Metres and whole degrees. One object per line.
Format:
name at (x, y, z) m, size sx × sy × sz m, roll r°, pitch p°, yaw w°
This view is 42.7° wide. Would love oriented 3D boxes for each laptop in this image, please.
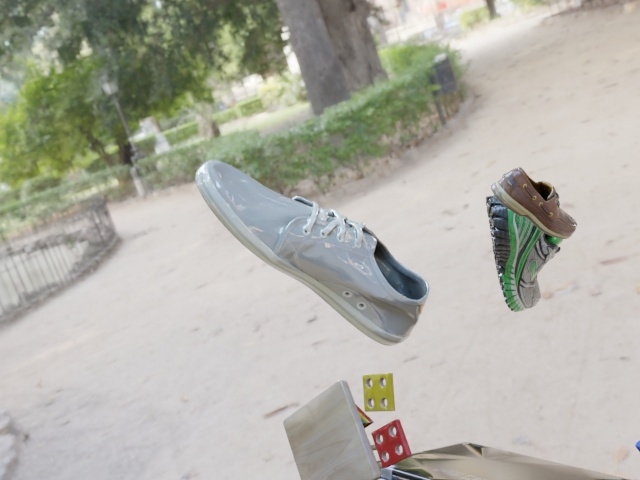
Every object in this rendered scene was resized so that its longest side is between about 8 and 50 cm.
laptop at (0.243, 0.482, 1.251) m, size 0.408 × 0.236 × 0.382 m, roll 2°, pitch 0°, yaw -42°

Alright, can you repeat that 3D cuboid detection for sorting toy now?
sorting toy at (0.029, 0.266, 1.075) m, size 0.046 × 0.132 × 0.274 m, roll 5°, pitch -37°, yaw -42°

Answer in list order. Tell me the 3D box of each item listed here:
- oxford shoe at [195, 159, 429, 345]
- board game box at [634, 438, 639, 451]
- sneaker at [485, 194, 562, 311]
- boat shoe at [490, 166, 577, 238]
oxford shoe at (0.000, 0.000, 1.320) m, size 0.130 × 0.449 × 0.169 m, roll -46°, pitch 16°, yaw 25°
board game box at (0.590, 0.313, 1.010) m, size 0.233 × 0.347 × 0.078 m, roll -39°, pitch 5°, yaw -7°
sneaker at (0.434, 0.032, 1.698) m, size 0.146 × 0.343 × 0.134 m, roll -10°, pitch 51°, yaw 10°
boat shoe at (0.343, -0.057, 1.265) m, size 0.060 × 0.178 × 0.064 m, roll -48°, pitch 34°, yaw 24°
